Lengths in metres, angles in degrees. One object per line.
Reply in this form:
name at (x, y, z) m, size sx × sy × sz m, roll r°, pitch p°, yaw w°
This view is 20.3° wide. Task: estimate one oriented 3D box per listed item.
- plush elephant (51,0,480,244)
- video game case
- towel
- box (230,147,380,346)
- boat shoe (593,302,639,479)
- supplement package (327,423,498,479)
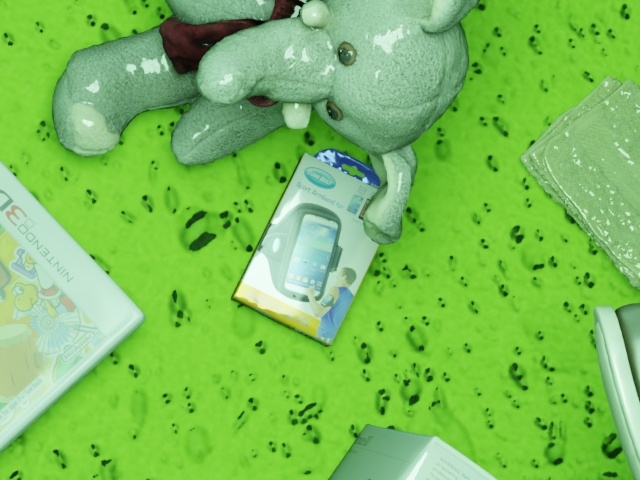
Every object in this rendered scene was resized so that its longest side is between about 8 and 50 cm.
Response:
plush elephant at (-0.014, -0.142, 1.189) m, size 0.330 × 0.255 × 0.271 m, roll -4°, pitch 121°, yaw -21°
video game case at (-0.274, 0.056, 1.250) m, size 0.227 × 0.026 × 0.206 m, roll -43°, pitch 83°, yaw -10°
towel at (0.234, -0.043, 1.343) m, size 0.110 × 0.027 × 0.148 m, roll -40°, pitch 82°, yaw -10°
box at (0.000, 0.000, 1.310) m, size 0.081 × 0.028 × 0.136 m, roll 26°, pitch 83°, yaw -5°
boat shoe at (0.254, 0.172, 1.117) m, size 0.091 × 0.109 × 0.305 m, roll -21°, pitch 94°, yaw 7°
supplement package at (0.090, 0.238, 1.180) m, size 0.204 × 0.262 × 0.145 m, roll 36°, pitch 82°, yaw -4°
